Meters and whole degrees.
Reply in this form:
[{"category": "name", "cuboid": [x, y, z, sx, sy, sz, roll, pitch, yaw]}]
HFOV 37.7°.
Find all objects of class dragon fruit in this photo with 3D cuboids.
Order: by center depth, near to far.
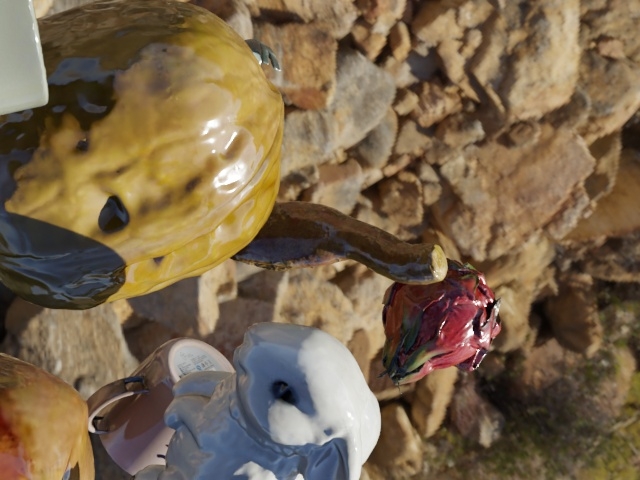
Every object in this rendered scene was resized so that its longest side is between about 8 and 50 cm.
[{"category": "dragon fruit", "cuboid": [0.213, 0.163, 1.739, 0.234, 0.234, 0.293, 42, 63, -36]}]

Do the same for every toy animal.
[{"category": "toy animal", "cuboid": [-0.061, 0.237, 1.047, 0.194, 0.258, 0.357, -35, 170, -49]}]

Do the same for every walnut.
[{"category": "walnut", "cuboid": [-0.230, -0.098, 1.097, 0.398, 0.308, 0.354, -24, 148, -3]}]

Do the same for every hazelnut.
[{"category": "hazelnut", "cuboid": [-0.508, 0.340, 1.374, 0.372, 0.315, 0.372, -22, 162, -7]}]

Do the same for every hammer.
[{"category": "hammer", "cuboid": [-0.150, -0.235, 1.594, 0.041, 0.159, 0.226, 26, 85, -35]}]

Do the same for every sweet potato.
[{"category": "sweet potato", "cuboid": [0.000, 0.000, 1.306, 0.385, 0.109, 0.109, 8, 132, 26]}]

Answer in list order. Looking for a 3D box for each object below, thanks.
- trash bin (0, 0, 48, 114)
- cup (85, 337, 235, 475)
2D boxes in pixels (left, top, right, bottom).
[{"category": "trash bin", "cuboid": [-0.354, -0.175, 0.720, 0.250, 0.220, 0.219, -12, 124, -18]}, {"category": "cup", "cuboid": [-0.281, 0.284, 1.627, 0.253, 0.191, 0.200, 15, 127, -40]}]
